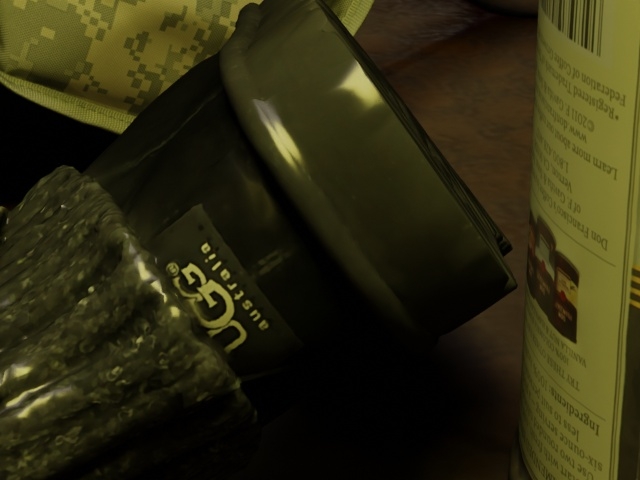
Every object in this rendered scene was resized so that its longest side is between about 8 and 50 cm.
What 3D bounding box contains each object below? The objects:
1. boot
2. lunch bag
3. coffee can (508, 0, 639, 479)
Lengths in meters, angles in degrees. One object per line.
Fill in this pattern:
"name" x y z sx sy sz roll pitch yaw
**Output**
"boot" -0.076 0.031 0.662 0.260 0.131 0.348 -37 -1 5
"lunch bag" -0.144 -0.158 0.962 0.287 0.169 0.235 15 14 -35
"coffee can" 0.168 -0.030 0.646 0.202 0.275 0.201 0 26 0
